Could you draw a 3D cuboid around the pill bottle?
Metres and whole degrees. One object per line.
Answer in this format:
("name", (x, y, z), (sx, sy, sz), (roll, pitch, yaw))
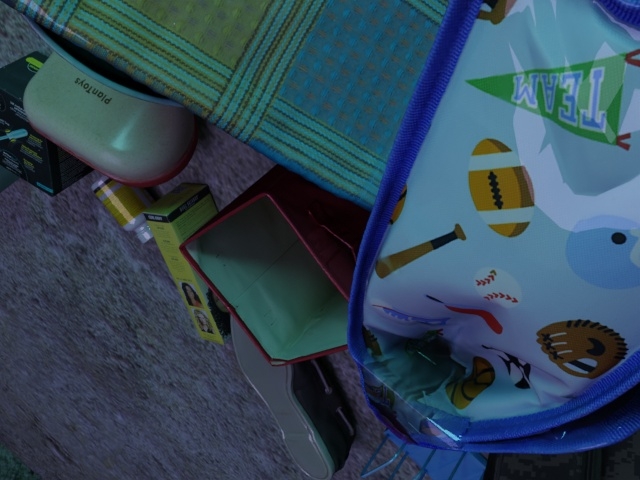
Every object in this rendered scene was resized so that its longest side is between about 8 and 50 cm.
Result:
("pill bottle", (-0.287, -0.055, 1.125), (0.116, 0.065, 0.065), (53, 140, -10))

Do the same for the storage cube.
("storage cube", (0.000, 0.000, 0.829), (0.215, 0.193, 0.184), (-26, 105, 48))

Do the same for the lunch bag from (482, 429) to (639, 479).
("lunch bag", (0.313, 0.317, 0.830), (0.255, 0.213, 0.305), (9, 135, 13))

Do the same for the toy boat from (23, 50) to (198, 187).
("toy boat", (-0.266, -0.156, 0.988), (0.231, 0.151, 0.151), (32, 169, 16))

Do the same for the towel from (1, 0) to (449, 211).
("towel", (-0.033, -0.212, 0.540), (0.370, 0.272, 0.040), (28, -179, -21))

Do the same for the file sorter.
("file sorter", (0.161, 0.345, 1.058), (0.170, 0.104, 0.118), (43, 141, 2))

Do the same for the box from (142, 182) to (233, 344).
("box", (-0.172, 0.036, 1.091), (0.058, 0.087, 0.232), (7, 129, 39))

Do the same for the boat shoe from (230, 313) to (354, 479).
("boat shoe", (-0.039, 0.213, 1.141), (0.112, 0.095, 0.335), (-6, 114, 40))

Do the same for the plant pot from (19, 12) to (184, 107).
("plant pot", (-0.129, -0.266, 0.643), (0.293, 0.293, 0.235), (61, 170, -19))

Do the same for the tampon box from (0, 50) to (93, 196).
("tampon box", (-0.409, -0.172, 1.098), (0.120, 0.101, 0.161), (30, 138, 16))

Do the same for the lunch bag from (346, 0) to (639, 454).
("lunch bag", (0.196, -0.044, 0.524), (0.239, 0.328, 0.386), (39, 139, 14))

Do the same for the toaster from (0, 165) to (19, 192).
("toaster", (-0.606, -0.182, 1.251), (0.168, 0.110, 0.186), (23, 136, 23))
